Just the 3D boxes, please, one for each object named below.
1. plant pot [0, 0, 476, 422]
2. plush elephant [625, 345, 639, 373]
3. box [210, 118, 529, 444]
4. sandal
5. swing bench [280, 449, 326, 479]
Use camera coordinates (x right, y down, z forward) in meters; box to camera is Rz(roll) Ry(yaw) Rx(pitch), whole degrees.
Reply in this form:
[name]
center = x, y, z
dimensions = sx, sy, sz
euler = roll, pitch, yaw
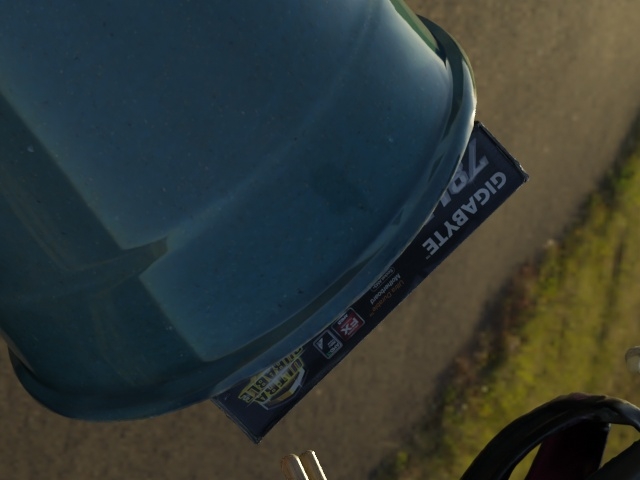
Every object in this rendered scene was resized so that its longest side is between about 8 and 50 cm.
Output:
[plant pot]
center = -0.141, -0.132, 0.775
dimensions = 0.334, 0.341, 0.341
euler = 51, 47, -33
[plush elephant]
center = 0.439, 0.203, 1.401
dimensions = 0.255, 0.271, 0.330
euler = -39, 132, -71
[box]
center = 0.000, 0.000, 1.168
dimensions = 0.295, 0.293, 0.073
euler = -45, 111, -2
[sandal]
center = 0.138, 0.207, 0.998
dimensions = 0.167, 0.107, 0.446
euler = -16, 153, -42
[swing bench]
center = 0.007, 0.361, 1.419
dimensions = 0.165, 0.255, 0.253
euler = -43, 171, -4
